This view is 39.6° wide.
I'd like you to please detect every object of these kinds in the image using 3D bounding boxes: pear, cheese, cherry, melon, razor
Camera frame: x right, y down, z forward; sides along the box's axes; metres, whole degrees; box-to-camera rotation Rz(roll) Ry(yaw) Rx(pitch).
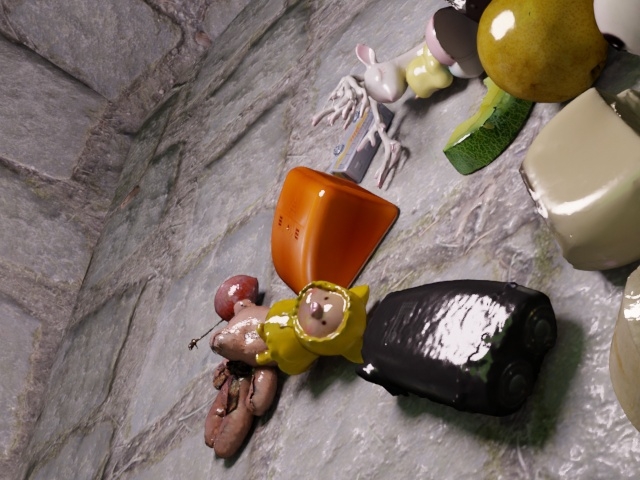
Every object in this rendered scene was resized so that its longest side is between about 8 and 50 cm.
[{"bbox_3d":[0.354,-0.315,1.390,0.209,0.209,0.209,-42,29,29],"label":"pear"},{"bbox_3d":[0.383,-0.090,1.156,0.233,0.127,0.266,-43,31,21],"label":"cheese"},{"bbox_3d":[-0.212,0.167,1.959,0.225,0.090,0.107,-53,28,8],"label":"cherry"},{"bbox_3d":[0.298,-0.219,1.536,0.209,0.064,0.118,-61,20,-14],"label":"melon"},{"bbox_3d":[0.179,0.144,1.264,0.327,0.107,0.189,-3,56,60],"label":"razor"}]

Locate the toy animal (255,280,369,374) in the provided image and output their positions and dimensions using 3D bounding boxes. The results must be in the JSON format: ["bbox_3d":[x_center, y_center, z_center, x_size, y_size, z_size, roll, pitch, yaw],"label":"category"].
[{"bbox_3d":[-0.017,0.159,1.568,0.229,0.156,0.156,-18,43,32],"label":"toy animal"}]

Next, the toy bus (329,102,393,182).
[{"bbox_3d":[0.087,-0.214,1.903,0.075,0.064,0.190,8,67,56],"label":"toy bus"}]

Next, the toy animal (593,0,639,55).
[{"bbox_3d":[0.491,-0.378,1.225,0.212,0.212,0.267,-25,44,49],"label":"toy animal"}]

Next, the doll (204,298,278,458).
[{"bbox_3d":[-0.167,0.258,1.706,0.201,0.156,0.303,13,77,52],"label":"doll"}]

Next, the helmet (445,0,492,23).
[{"bbox_3d":[0.357,-0.485,1.606,0.225,0.177,0.305,-57,18,20],"label":"helmet"}]

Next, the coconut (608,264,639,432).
[{"bbox_3d":[0.379,0.111,0.842,0.202,0.222,0.202,-7,52,9],"label":"coconut"}]

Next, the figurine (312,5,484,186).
[{"bbox_3d":[0.147,-0.299,1.735,0.315,0.206,0.284,-30,34,41],"label":"figurine"}]

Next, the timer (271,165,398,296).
[{"bbox_3d":[0.000,0.000,1.765,0.250,0.161,0.257,-70,24,8],"label":"timer"}]
